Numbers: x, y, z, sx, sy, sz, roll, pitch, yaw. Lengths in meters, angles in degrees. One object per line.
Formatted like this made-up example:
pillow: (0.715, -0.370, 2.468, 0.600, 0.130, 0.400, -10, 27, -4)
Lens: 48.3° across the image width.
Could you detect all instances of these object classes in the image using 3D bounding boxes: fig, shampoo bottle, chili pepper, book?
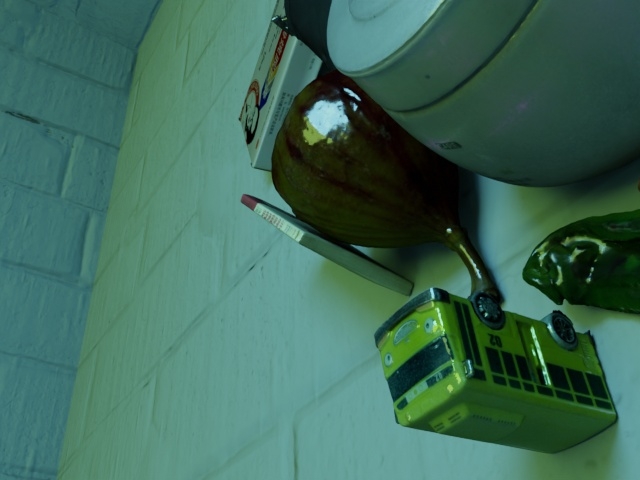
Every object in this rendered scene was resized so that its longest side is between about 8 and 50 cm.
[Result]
fig: (0.093, -0.044, 0.787, 0.321, 0.216, 0.217, 51, 123, 27)
shampoo bottle: (0.164, -0.194, 0.602, 0.273, 0.266, 0.273, -44, 35, 43)
chili pepper: (0.252, 0.022, 0.514, 0.257, 0.074, 0.100, 4, 79, 68)
book: (0.000, 0.000, 0.904, 0.022, 0.162, 0.232, -63, 27, 4)

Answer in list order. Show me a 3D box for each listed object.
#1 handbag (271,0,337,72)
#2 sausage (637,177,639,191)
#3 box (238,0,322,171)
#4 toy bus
handbag: (0.057, -0.365, 0.933, 0.275, 0.178, 0.302, -29, 33, 2)
sausage: (0.291, -0.035, 0.514, 0.035, 0.030, 0.147, -66, 27, 3)
box: (-0.061, -0.326, 1.297, 0.214, 0.069, 0.353, -110, 35, -53)
toy bus: (0.136, 0.105, 0.556, 0.088, 0.174, 0.101, -46, 38, 41)
